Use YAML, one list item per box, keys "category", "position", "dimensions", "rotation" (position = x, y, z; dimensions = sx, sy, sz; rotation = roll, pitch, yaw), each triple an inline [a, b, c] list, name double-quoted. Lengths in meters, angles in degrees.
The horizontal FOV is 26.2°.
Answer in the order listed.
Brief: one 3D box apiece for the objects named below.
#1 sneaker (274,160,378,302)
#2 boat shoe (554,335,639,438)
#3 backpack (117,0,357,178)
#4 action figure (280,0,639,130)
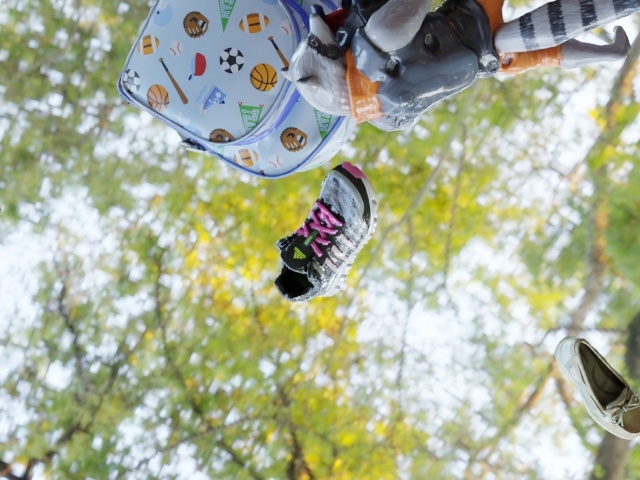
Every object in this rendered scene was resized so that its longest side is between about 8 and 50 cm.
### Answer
- category: "sneaker"
  position: [0.000, 0.000, 1.313]
  dimensions: [0.074, 0.170, 0.063]
  rotation: [-25, -120, -39]
- category: "boat shoe"
  position: [0.343, 0.178, 1.656]
  dimensions: [0.056, 0.048, 0.153]
  rotation: [-38, -83, -16]
- category: "backpack"
  position: [-0.072, -0.202, 1.540]
  dimensions: [0.263, 0.277, 0.213]
  rotation: [31, -160, 5]
- category: "action figure"
  position: [0.114, -0.224, 1.283]
  dimensions: [0.330, 0.341, 0.178]
  rotation: [-25, -134, 1]
